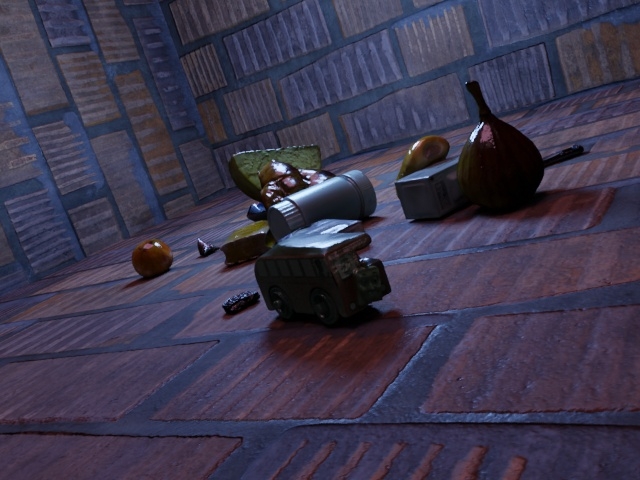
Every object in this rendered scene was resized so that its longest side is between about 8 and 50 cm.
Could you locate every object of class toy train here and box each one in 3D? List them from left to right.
[{"bbox_3d":[-0.013,0.070,1.276,0.129,0.159,0.326,-24,11,-33],"label":"toy train"}]

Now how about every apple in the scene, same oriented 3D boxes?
[{"bbox_3d":[-0.601,0.059,2.343,0.147,0.146,0.146,-18,11,4],"label":"apple"}]

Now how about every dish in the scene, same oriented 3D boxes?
[{"bbox_3d":[-0.156,-0.116,2.564,0.243,0.080,0.182,-15,17,5],"label":"dish"}]

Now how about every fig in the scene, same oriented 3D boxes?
[{"bbox_3d":[0.413,-0.236,1.616,0.217,0.320,0.217,-23,11,5],"label":"fig"}]

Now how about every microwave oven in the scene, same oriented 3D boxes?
[{"bbox_3d":[0.336,-0.145,1.809,0.208,0.122,0.162,-26,14,-31],"label":"microwave oven"}]

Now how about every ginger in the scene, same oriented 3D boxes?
[{"bbox_3d":[-0.045,-0.154,2.212,0.358,0.152,0.274,12,25,-7],"label":"ginger"}]

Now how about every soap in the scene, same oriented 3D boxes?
[{"bbox_3d":[-0.223,-0.001,2.140,0.160,0.080,0.257,-17,12,7],"label":"soap"}]

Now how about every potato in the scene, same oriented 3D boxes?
[{"bbox_3d":[-0.174,-0.212,2.472,0.331,0.212,0.280,-7,-8,-13],"label":"potato"}]

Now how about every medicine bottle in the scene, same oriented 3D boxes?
[{"bbox_3d":[0.003,-0.093,2.010,0.318,0.158,0.158,-24,12,-28],"label":"medicine bottle"}]

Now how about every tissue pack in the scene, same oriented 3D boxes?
[{"bbox_3d":[0.000,0.000,1.790,0.173,0.073,0.235,-24,12,-20],"label":"tissue pack"}]

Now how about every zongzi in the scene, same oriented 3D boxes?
[{"bbox_3d":[-0.405,0.031,2.399,0.074,0.067,0.083,-12,25,-29],"label":"zongzi"}]

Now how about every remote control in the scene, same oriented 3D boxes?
[{"bbox_3d":[0.674,-0.240,1.953,0.212,0.028,0.059,-19,12,-1],"label":"remote control"}]

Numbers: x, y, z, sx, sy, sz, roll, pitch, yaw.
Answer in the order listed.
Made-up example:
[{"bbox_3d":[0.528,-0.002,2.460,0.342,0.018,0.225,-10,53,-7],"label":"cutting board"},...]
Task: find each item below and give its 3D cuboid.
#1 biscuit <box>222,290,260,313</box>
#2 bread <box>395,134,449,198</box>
[{"bbox_3d":[-0.185,0.142,1.530,0.087,0.027,0.089,-17,11,13],"label":"biscuit"},{"bbox_3d":[0.299,-0.220,2.004,0.142,0.091,0.305,-27,-15,-12],"label":"bread"}]
